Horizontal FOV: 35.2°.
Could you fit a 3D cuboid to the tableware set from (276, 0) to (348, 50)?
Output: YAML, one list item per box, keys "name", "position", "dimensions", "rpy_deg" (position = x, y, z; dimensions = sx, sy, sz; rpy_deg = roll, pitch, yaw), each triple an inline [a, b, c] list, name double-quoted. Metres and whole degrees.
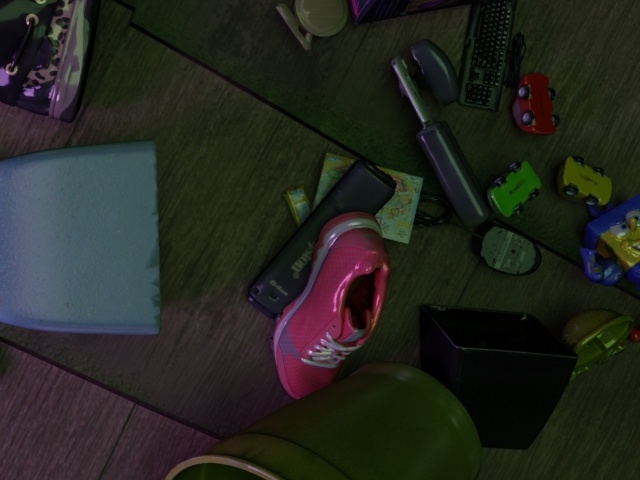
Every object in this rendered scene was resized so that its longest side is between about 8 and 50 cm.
- name: "tableware set"
  position: [-0.035, -0.385, 1.488]
  dimensions: [0.128, 0.039, 0.194]
  rpy_deg: [-40, 106, -19]

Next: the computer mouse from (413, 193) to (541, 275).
- name: "computer mouse"
  position: [0.230, -0.010, 1.564]
  dimensions: [0.242, 0.041, 0.071]
  rpy_deg: [25, 87, -5]

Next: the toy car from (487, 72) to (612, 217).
- name: "toy car"
  position: [0.320, -0.110, 1.536]
  dimensions: [0.225, 0.053, 0.239]
  rpy_deg: [-40, 100, -30]

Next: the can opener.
- name: "can opener"
  position: [0.193, -0.161, 1.499]
  dimensions: [0.095, 0.076, 0.283]
  rpy_deg: [-28, 90, 19]

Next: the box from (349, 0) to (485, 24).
- name: "box"
  position: [0.172, -0.430, 1.459]
  dimensions: [0.271, 0.143, 0.165]
  rpy_deg: [-12, 88, -14]

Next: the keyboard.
- name: "keyboard"
  position: [0.273, -0.297, 1.553]
  dimensions: [0.100, 0.038, 0.192]
  rpy_deg: [8, 92, -12]

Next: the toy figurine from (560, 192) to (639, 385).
- name: "toy figurine"
  position: [0.469, 0.038, 1.585]
  dimensions: [0.363, 0.191, 0.217]
  rpy_deg: [-30, 69, -8]

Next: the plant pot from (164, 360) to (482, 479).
- name: "plant pot"
  position: [0.037, 0.347, 1.359]
  dimensions: [0.353, 0.367, 0.366]
  rpy_deg: [-36, 101, -44]

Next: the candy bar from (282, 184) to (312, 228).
- name: "candy bar"
  position: [-0.013, -0.008, 1.520]
  dimensions: [0.040, 0.018, 0.161]
  rpy_deg: [-24, 97, -13]

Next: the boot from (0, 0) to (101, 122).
- name: "boot"
  position: [-0.440, -0.365, 1.363]
  dimensions: [0.284, 0.138, 0.377]
  rpy_deg: [8, 97, -12]

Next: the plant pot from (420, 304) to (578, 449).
- name: "plant pot"
  position: [0.249, 0.209, 1.508]
  dimensions: [0.188, 0.188, 0.166]
  rpy_deg: [5, 103, -12]

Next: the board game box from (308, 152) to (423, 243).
- name: "board game box"
  position: [0.068, -0.062, 1.510]
  dimensions: [0.154, 0.026, 0.103]
  rpy_deg: [14, 86, -10]

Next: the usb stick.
- name: "usb stick"
  position: [0.000, 0.000, 1.469]
  dimensions: [0.077, 0.045, 0.278]
  rpy_deg: [37, 104, -18]

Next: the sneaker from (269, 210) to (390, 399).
- name: "sneaker"
  position: [0.015, 0.118, 1.431]
  dimensions: [0.116, 0.136, 0.313]
  rpy_deg: [8, 117, -23]

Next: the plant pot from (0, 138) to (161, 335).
- name: "plant pot"
  position: [-0.359, -0.005, 1.312]
  dimensions: [0.252, 0.248, 0.247]
  rpy_deg: [-2, 93, -22]
